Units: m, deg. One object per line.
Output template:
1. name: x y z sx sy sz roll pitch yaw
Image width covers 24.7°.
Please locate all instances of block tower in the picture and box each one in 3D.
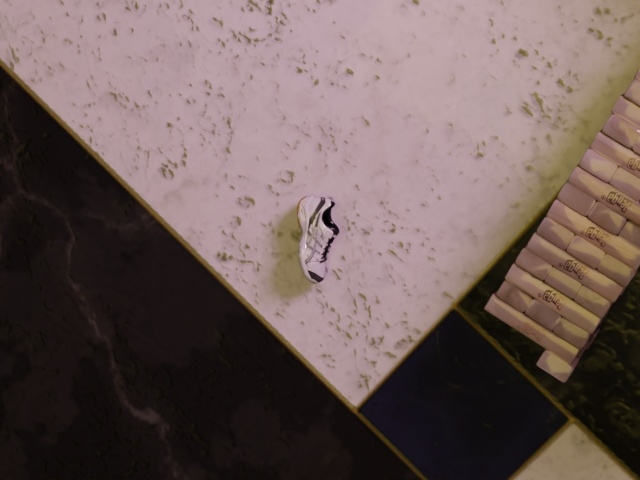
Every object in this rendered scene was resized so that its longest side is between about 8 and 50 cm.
1. block tower: 0.260 -0.047 1.227 0.097 0.091 0.335 33 110 12

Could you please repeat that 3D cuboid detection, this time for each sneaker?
1. sneaker: 0.000 0.000 1.368 0.037 0.032 0.083 -1 102 21
